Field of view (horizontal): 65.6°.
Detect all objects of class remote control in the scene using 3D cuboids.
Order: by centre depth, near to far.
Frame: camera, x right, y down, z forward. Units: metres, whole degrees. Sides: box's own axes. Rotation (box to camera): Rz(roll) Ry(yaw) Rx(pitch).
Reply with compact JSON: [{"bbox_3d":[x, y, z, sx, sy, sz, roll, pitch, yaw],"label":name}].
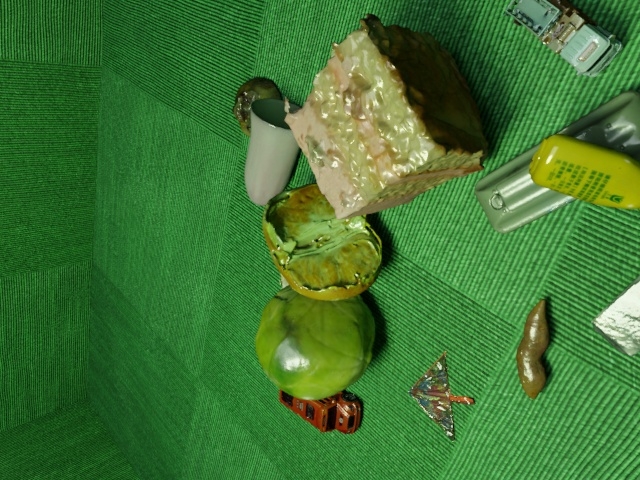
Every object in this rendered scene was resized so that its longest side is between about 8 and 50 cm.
[{"bbox_3d":[0.443,-0.132,0.918,0.335,0.066,0.127,-35,73,42],"label":"remote control"}]

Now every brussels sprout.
[{"bbox_3d":[-0.016,0.255,1.315,0.344,0.344,0.268,34,145,34],"label":"brussels sprout"}]

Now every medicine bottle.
[{"bbox_3d":[0.502,-0.087,0.805,0.309,0.076,0.111,23,157,15],"label":"medicine bottle"}]

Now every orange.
[{"bbox_3d":[-0.002,0.006,1.249,0.334,0.263,0.196,60,148,16],"label":"orange"}]

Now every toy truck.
[{"bbox_3d":[0.416,-0.361,0.854,0.177,0.115,0.080,51,130,21],"label":"toy truck"},{"bbox_3d":[-0.005,0.480,1.464,0.253,0.114,0.107,20,112,41],"label":"toy truck"}]

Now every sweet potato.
[{"bbox_3d":[0.436,0.221,1.020,0.065,0.051,0.218,11,107,46],"label":"sweet potato"}]

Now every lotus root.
[{"bbox_3d":[-0.196,-0.382,1.469,0.183,0.078,0.203,-10,95,46],"label":"lotus root"}]

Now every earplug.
[{"bbox_3d":[-0.143,-0.225,1.405,0.172,0.172,0.301,44,132,28],"label":"earplug"}]

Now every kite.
[{"bbox_3d":[0.292,0.381,1.226,0.189,0.009,0.232,-5,96,45],"label":"kite"}]

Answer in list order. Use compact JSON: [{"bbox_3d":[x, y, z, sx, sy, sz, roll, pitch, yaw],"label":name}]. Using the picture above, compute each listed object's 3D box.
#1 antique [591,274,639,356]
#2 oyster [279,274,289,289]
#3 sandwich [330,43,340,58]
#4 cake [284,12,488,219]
[{"bbox_3d":[0.560,0.109,0.848,0.086,0.088,0.182,47,128,27],"label":"antique"},{"bbox_3d":[-0.075,0.120,1.481,0.133,0.072,0.208,145,123,-63],"label":"oyster"},{"bbox_3d":[0.069,-0.442,1.224,0.093,0.036,0.104,-30,78,45],"label":"sandwich"},{"bbox_3d":[0.147,-0.230,1.030,0.307,0.293,0.314,-38,69,48],"label":"cake"}]
